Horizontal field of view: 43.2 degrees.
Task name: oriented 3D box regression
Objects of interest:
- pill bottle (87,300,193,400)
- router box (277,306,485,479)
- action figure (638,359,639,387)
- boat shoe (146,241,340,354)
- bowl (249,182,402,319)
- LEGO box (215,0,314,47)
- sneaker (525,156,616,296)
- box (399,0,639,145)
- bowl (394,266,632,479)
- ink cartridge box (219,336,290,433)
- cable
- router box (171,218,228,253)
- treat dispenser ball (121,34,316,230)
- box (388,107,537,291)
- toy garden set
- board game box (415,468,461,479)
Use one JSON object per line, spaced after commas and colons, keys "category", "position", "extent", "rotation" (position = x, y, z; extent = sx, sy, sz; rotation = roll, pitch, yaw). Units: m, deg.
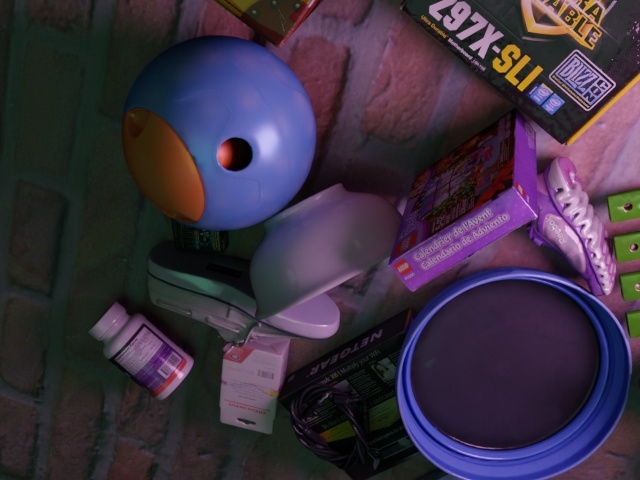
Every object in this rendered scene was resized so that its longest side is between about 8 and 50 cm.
{"category": "pill bottle", "position": [-0.350, 0.209, 1.563], "extent": [0.193, 0.108, 0.108], "rotation": [43, 120, -10]}
{"category": "router box", "position": [0.114, 0.297, 1.506], "extent": [0.309, 0.081, 0.243], "rotation": [-33, 107, 27]}
{"category": "action figure", "position": [0.669, 0.316, 1.278], "extent": [0.248, 0.276, 0.370], "rotation": [-22, 97, 18]}
{"category": "boat shoe", "position": [-0.148, 0.133, 1.454], "extent": [0.367, 0.136, 0.156], "rotation": [16, 121, 9]}
{"category": "bowl", "position": [0.000, 0.000, 1.274], "extent": [0.298, 0.298, 0.134], "rotation": [-27, 91, 26]}
{"category": "LEGO box", "position": [-0.149, -0.496, 0.966], "extent": [0.500, 0.372, 0.193], "rotation": [36, 121, -7]}
{"category": "sneaker", "position": [0.382, -0.012, 1.266], "extent": [0.104, 0.095, 0.236], "rotation": [-22, 106, 31]}
{"category": "box", "position": [0.312, -0.326, 1.114], "extent": [0.322, 0.079, 0.257], "rotation": [38, 122, -8]}
{"category": "bowl", "position": [0.317, 0.226, 1.360], "extent": [0.391, 0.077, 0.391], "rotation": [0, 108, -1]}
{"category": "ink cartridge box", "position": [-0.129, 0.272, 1.565], "extent": [0.115, 0.067, 0.198], "rotation": [13, 119, 8]}
{"category": "cable", "position": [0.017, 0.349, 1.485], "extent": [0.150, 0.047, 0.184], "rotation": [4, 120, 13]}
{"category": "router box", "position": [-0.215, -0.040, 1.430], "extent": [0.092, 0.038, 0.122], "rotation": [5, 120, 12]}
{"category": "treat dispenser ball", "position": [-0.150, -0.158, 1.204], "extent": [0.288, 0.288, 0.288], "rotation": [6, 120, 11]}
{"category": "box", "position": [0.209, -0.066, 1.155], "extent": [0.201, 0.293, 0.057], "rotation": [-35, 105, 27]}
{"category": "toy garden set", "position": [0.564, 0.019, 1.255], "extent": [0.204, 0.049, 0.244], "rotation": [-11, 109, 13]}
{"category": "board game box", "position": [0.281, 0.550, 1.629], "extent": [0.160, 0.039, 0.211], "rotation": [-38, 103, 29]}
